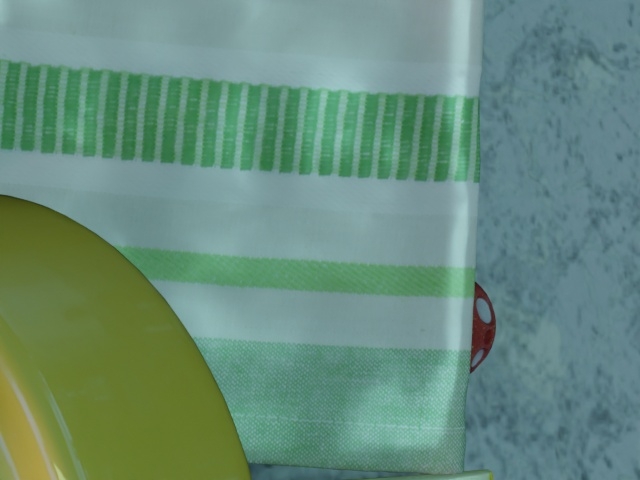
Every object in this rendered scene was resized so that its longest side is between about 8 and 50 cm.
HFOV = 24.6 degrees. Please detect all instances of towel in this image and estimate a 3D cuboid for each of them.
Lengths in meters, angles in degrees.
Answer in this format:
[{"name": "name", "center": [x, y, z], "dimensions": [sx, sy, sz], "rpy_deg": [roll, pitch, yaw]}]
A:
[{"name": "towel", "center": [-0.055, -0.074, 0.581], "dimensions": [0.248, 0.038, 0.325], "rpy_deg": [3, 91, -5]}]

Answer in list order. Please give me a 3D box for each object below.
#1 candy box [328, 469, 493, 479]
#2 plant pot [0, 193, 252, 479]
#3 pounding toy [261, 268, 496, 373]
[{"name": "candy box", "center": [0.044, 0.219, 0.722], "dimensions": [0.105, 0.027, 0.206], "rpy_deg": [-1, 80, -19]}, {"name": "plant pot", "center": [-0.184, 0.114, 0.424], "dimensions": [0.239, 0.254, 0.254], "rpy_deg": [-4, 81, -54]}, {"name": "pounding toy", "center": [0.000, 0.000, 0.658], "dimensions": [0.183, 0.110, 0.237], "rpy_deg": [-24, 112, -26]}]
